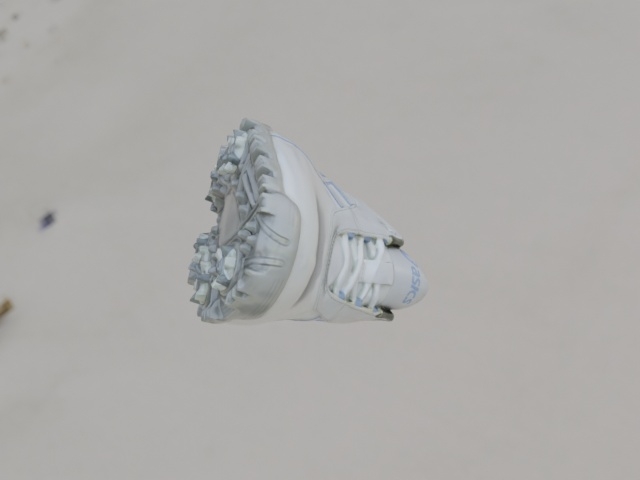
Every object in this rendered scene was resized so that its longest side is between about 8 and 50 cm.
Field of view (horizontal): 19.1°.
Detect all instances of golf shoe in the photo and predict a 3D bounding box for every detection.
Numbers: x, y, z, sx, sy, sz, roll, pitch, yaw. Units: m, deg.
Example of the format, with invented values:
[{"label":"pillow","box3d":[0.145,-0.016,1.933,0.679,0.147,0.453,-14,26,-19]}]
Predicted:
[{"label":"golf shoe","box3d":[0.000,0.000,0.661,0.176,0.086,0.069,-122,47,-85]}]
